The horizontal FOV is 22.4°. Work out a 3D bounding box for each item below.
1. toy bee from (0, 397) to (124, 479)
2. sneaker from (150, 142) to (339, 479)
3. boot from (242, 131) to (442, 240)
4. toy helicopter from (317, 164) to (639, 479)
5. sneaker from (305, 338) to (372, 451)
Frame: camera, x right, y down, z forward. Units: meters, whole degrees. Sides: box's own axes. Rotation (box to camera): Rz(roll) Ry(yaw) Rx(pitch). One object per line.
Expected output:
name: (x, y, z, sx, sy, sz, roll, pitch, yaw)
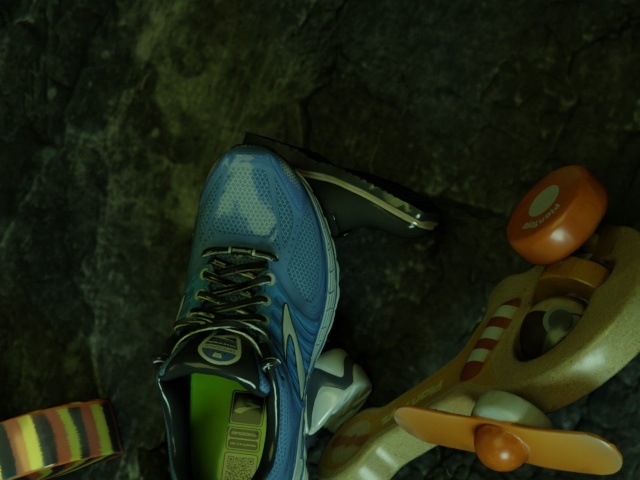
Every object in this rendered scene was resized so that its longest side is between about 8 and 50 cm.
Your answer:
toy bee: (-0.331, 0.220, 1.432, 0.298, 0.162, 0.195, -42, 73, 12)
sneaker: (-0.057, 0.078, 1.266, 0.130, 0.147, 0.330, -1, 75, 7)
boot: (0.000, 0.000, 1.385, 0.198, 0.077, 0.137, 23, 97, 35)
toy helicopter: (0.128, 0.120, 1.253, 0.140, 0.235, 0.355, 41, 123, -19)
sneaker: (-0.086, 0.153, 1.381, 0.153, 0.094, 0.235, 45, 100, 21)
